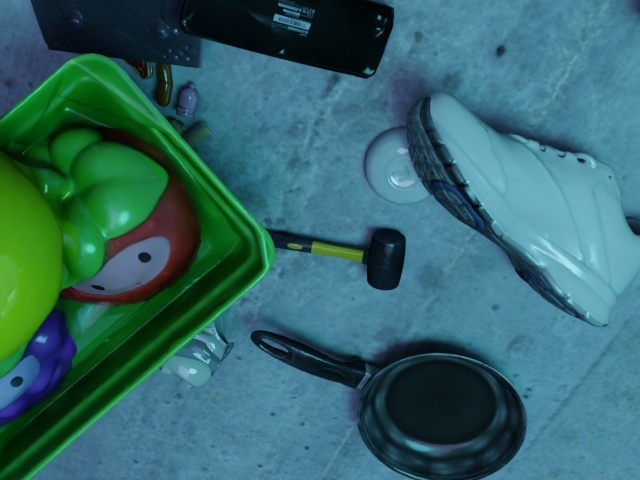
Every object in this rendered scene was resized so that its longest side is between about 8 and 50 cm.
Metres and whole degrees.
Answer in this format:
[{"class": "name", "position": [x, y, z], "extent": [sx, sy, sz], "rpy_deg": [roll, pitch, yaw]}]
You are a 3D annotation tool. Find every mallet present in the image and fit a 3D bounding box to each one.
[{"class": "mallet", "position": [0.000, 0.000, 0.699], "extent": [0.190, 0.039, 0.062], "rpy_deg": [16, 117, 5]}]

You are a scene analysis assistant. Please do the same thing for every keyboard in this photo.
[{"class": "keyboard", "position": [-0.024, -0.214, 0.577], "extent": [0.192, 0.038, 0.100], "rpy_deg": [8, 126, -22]}]

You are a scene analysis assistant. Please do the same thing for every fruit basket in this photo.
[{"class": "fruit basket", "position": [-0.250, 0.033, 0.519], "extent": [0.392, 0.392, 0.283], "rpy_deg": [-35, 105, 22]}]

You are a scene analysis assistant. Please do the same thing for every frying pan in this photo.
[{"class": "frying pan", "position": [0.078, 0.200, 0.775], "extent": [0.327, 0.053, 0.197], "rpy_deg": [8, 117, 7]}]

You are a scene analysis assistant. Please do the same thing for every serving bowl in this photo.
[{"class": "serving bowl", "position": [0.085, -0.071, 0.652], "extent": [0.084, 0.027, 0.083], "rpy_deg": [4, 117, 8]}]

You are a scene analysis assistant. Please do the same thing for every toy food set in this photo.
[{"class": "toy food set", "position": [-0.164, -0.147, 0.658], "extent": [0.078, 0.019, 0.122], "rpy_deg": [-31, 100, 21]}]

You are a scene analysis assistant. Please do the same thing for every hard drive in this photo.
[{"class": "hard drive", "position": [-0.176, -0.281, 0.546], "extent": [0.172, 0.054, 0.254], "rpy_deg": [8, 131, 5]}]

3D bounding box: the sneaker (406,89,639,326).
[{"class": "sneaker", "position": [0.200, -0.045, 0.614], "extent": [0.297, 0.111, 0.129], "rpy_deg": [39, 92, -22]}]

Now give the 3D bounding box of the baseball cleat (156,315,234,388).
[{"class": "baseball cleat", "position": [-0.193, 0.079, 0.754], "extent": [0.206, 0.072, 0.109], "rpy_deg": [37, 83, 3]}]
